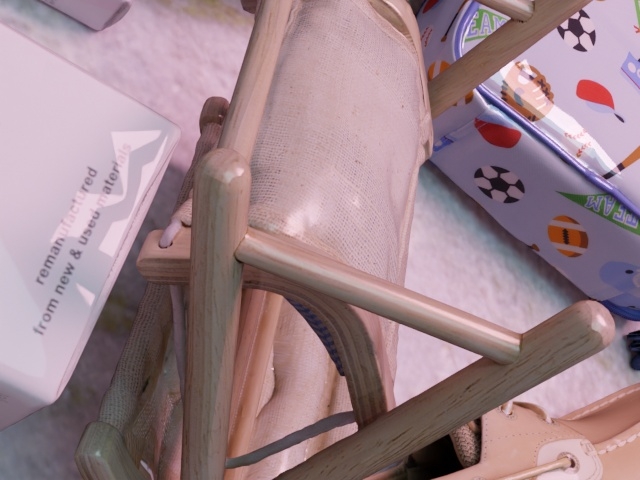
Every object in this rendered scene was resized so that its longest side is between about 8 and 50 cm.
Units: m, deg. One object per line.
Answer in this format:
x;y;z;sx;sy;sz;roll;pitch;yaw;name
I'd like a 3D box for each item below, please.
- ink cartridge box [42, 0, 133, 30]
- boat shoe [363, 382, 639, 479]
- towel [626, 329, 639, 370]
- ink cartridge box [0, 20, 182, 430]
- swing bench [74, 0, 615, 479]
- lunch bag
-0.191;-0.256;0.637;0.232;0.066;0.189;28;63;-26;ink cartridge box
0.106;0.143;0.657;0.341;0.121;0.110;-21;88;-33;boat shoe
0.284;0.066;0.789;0.067;0.119;0.029;6;66;-30;towel
-0.245;-0.036;0.436;0.306;0.226;0.131;29;62;-19;ink cartridge box
0.000;0.000;0.528;0.165;0.255;0.253;22;43;-11;swing bench
0.209;-0.101;0.799;0.303;0.115;0.243;39;57;-15;lunch bag
